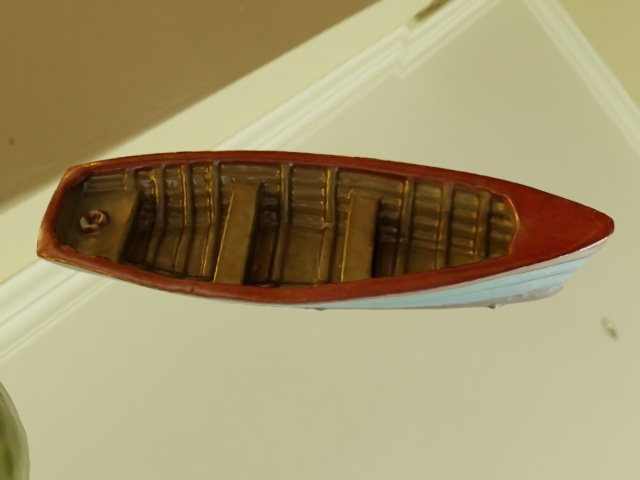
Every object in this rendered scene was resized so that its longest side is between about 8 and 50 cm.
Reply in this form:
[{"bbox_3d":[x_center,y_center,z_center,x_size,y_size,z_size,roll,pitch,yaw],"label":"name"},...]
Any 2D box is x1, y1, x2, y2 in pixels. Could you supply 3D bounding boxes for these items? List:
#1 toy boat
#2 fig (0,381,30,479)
[{"bbox_3d":[0.000,0.000,0.648,0.392,0.079,0.136,4,-127,6],"label":"toy boat"},{"bbox_3d":[-0.252,0.156,0.531,0.167,0.167,0.233,28,-161,-31],"label":"fig"}]
